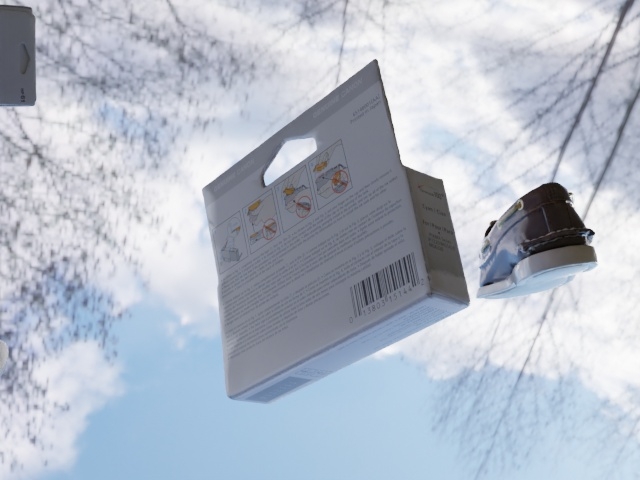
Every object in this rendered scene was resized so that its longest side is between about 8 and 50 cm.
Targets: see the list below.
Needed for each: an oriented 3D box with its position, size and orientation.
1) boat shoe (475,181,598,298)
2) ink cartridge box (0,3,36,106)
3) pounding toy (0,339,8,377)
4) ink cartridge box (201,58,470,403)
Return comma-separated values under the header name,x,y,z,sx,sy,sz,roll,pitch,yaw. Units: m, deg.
name,x,y,z,sx,sy,sz,roll,pitch,yaw
boat shoe,0.249,0.011,1.122,0.116,0.097,0.324,-11,170,-1
ink cartridge box,-0.312,-0.166,0.843,0.122,0.088,0.052,8,-170,42
pounding toy,-0.264,0.184,0.648,0.155,0.154,0.269,3,-126,4
ink cartridge box,0.000,0.000,0.964,0.066,0.296,0.261,16,-125,-41
